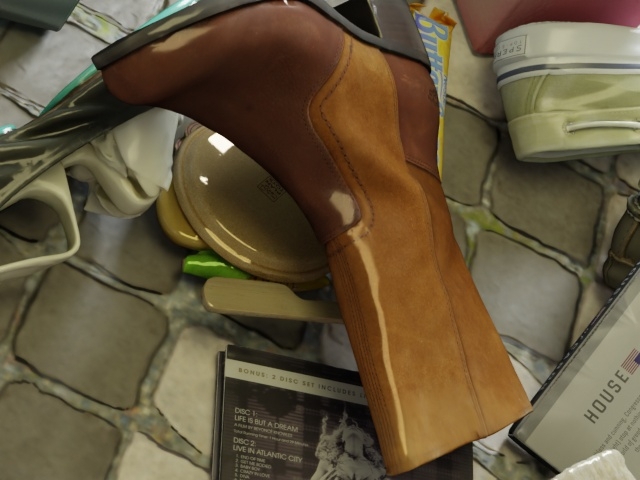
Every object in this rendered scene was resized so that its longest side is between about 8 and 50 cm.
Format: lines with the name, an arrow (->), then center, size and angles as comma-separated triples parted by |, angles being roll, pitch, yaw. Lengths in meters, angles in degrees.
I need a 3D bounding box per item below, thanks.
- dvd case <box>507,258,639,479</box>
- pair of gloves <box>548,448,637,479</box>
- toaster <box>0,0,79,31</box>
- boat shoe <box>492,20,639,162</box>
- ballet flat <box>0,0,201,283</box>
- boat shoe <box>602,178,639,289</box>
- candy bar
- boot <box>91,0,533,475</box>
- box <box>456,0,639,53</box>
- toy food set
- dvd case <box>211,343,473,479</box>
dvd case -> 0.263, 0.125, 1.204 | 0.239, 0.029, 0.179 | 39, 84, -1
pair of gloves -> 0.148, 0.253, 1.089 | 0.240, 0.042, 0.204 | -33, 83, -34
toaster -> -0.180, -0.233, 1.160 | 0.110, 0.168, 0.185 | 15, 56, -19
boat shoe -> 0.257, -0.093, 1.349 | 0.302, 0.109, 0.094 | 1, 83, -19
ballet flat -> -0.153, -0.041, 1.119 | 0.280, 0.095, 0.096 | -34, 90, -26
boat shoe -> 0.334, 0.038, 1.303 | 0.305, 0.091, 0.109 | 21, 18, -16
candy bar -> 0.069, -0.093, 1.295 | 0.040, 0.018, 0.161 | 18, 57, -16
boot -> 0.000, 0.000, 1.101 | 0.264, 0.096, 0.280 | -3, 76, -58
box -> 0.187, -0.247, 1.306 | 0.127, 0.232, 0.148 | -3, 64, -27
toy food set -> -0.043, -0.022, 1.193 | 0.132, 0.038, 0.192 | 9, 51, -29
dvd case -> 0.014, 0.175, 1.111 | 0.164, 0.018, 0.221 | 13, 57, -19
